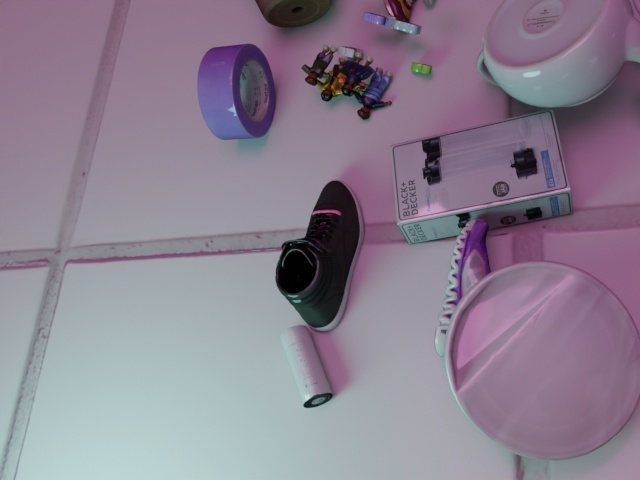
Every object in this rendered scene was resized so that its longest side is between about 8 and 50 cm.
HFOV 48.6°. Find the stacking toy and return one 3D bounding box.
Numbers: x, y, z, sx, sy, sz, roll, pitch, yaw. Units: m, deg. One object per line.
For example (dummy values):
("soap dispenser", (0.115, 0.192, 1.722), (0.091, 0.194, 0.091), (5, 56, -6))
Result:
("stacking toy", (0.142, -0.434, 1.409), (0.221, 0.052, 0.167), (22, 112, 28))

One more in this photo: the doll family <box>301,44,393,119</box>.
("doll family", (0.054, -0.316, 1.429), (0.193, 0.076, 0.111), (19, 70, 25))

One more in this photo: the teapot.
("teapot", (0.406, -0.314, 1.185), (0.252, 0.187, 0.256), (-38, 43, 18))

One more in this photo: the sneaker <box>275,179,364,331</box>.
("sneaker", (0.000, 0.000, 1.261), (0.104, 0.147, 0.296), (-1, 65, 24))

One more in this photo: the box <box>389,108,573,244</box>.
("box", (0.274, -0.107, 1.231), (0.289, 0.087, 0.169), (-10, 63, 18))

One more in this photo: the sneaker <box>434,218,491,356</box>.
("sneaker", (0.257, 0.082, 1.155), (0.104, 0.095, 0.237), (9, 75, 18))

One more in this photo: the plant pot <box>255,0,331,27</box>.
("plant pot", (-0.067, -0.598, 1.532), (0.263, 0.263, 0.229), (-15, 80, 16))

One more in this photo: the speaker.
("speaker", (-0.026, 0.216, 1.225), (0.055, 0.055, 0.136), (-28, 59, 8))

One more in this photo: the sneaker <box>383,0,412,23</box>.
("sneaker", (0.174, -0.523, 1.477), (0.083, 0.069, 0.186), (-19, 62, 20))

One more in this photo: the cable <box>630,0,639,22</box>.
("cable", (0.606, -0.436, 1.128), (0.257, 0.257, 0.089), (-6, 22, 26))

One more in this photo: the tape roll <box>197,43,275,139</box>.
("tape roll", (-0.168, -0.302, 1.445), (0.080, 0.189, 0.189), (1, 67, 22))

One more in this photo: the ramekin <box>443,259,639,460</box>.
("ramekin", (0.310, 0.169, 1.025), (0.272, 0.127, 0.273), (-1, 82, 5))

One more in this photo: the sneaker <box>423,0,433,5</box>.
("sneaker", (0.248, -0.555, 1.471), (0.061, 0.054, 0.152), (10, 70, 23))
